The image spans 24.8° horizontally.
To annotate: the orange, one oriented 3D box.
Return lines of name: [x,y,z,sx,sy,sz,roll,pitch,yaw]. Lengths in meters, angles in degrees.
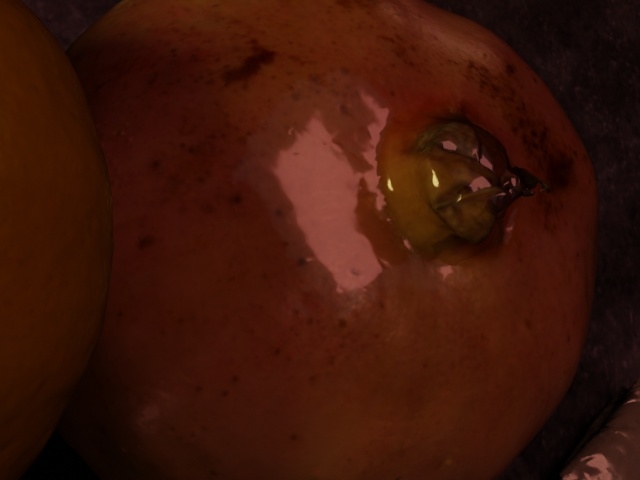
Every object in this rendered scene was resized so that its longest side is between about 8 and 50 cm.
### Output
orange: [-0.220,-0.003,0.600,0.235,0.279,0.279,-3,70,-57]

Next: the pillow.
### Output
pillow: [0.272,0.234,1.120,0.148,0.050,0.229,-35,93,-40]

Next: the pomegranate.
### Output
pomegranate: [0.000,0.000,0.780,0.338,0.338,0.338,23,53,-34]
